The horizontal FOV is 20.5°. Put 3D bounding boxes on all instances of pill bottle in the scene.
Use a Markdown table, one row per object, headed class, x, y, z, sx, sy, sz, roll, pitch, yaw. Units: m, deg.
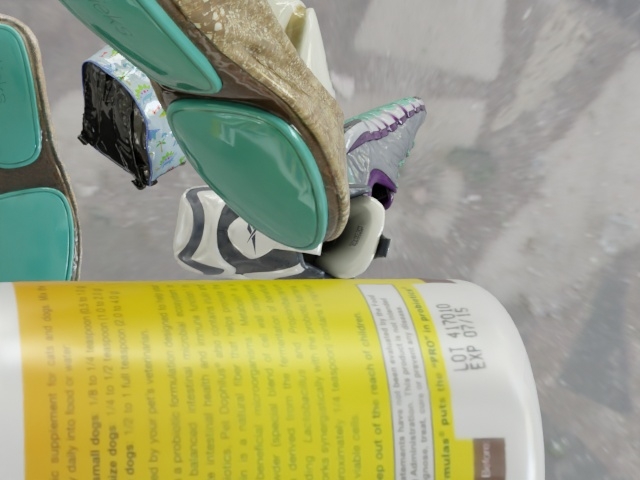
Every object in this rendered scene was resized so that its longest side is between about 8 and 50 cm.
| class | x | y | z | sx | sy | sz | roll | pitch | yaw |
| --- | --- | --- | --- | --- | --- | --- | --- | --- | --- |
| pill bottle | -0.047 | 0.071 | 0.555 | 0.215 | 0.117 | 0.117 | 0 | 92 | -14 |

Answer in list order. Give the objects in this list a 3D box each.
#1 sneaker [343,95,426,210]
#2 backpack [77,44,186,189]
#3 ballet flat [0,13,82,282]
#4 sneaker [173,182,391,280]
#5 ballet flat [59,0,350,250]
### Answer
| class | x | y | z | sx | sy | sz | roll | pitch | yaw |
| --- | --- | --- | --- | --- | --- | --- | --- | --- | --- |
| sneaker | 0.054 | -0.081 | 1.809 | 0.083 | 0.224 | 0.098 | -18 | 96 | 32 |
| backpack | -0.160 | -0.122 | 1.562 | 0.084 | 0.114 | 0.105 | -38 | 60 | -27 |
| ballet flat | -0.282 | -0.056 | 1.673 | 0.108 | 0.106 | 0.316 | -3 | 95 | -6 |
| sneaker | 0.000 | 0.000 | 1.443 | 0.153 | 0.235 | 0.094 | 8 | 86 | 25 |
| ballet flat | -0.030 | -0.070 | 0.617 | 0.073 | 0.206 | 0.067 | 14 | 68 | 26 |
